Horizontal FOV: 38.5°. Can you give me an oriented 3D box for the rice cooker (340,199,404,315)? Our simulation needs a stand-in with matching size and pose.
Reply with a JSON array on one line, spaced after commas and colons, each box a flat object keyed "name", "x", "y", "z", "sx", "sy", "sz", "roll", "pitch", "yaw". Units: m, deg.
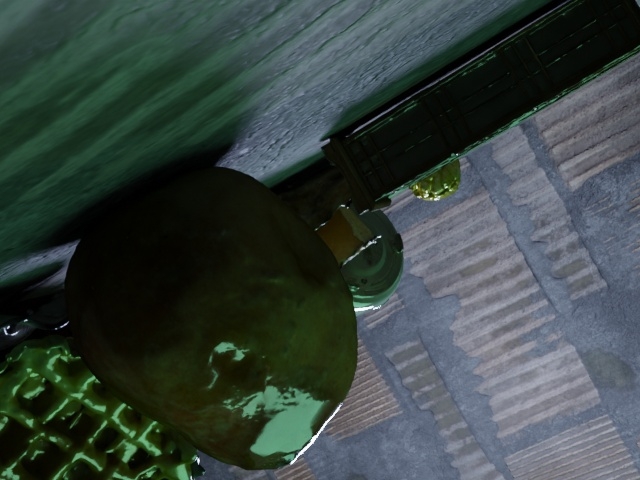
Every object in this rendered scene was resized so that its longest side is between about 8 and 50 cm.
[{"name": "rice cooker", "x": 0.011, "y": 0.042, "z": 1.592, "sx": 0.226, "sy": 0.226, "sz": 0.244, "roll": -28, "pitch": 174, "yaw": -40}]

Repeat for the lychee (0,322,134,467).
[{"name": "lychee", "x": -0.274, "y": 0.208, "z": 1.000, "sx": 0.268, "sy": 0.267, "sz": 0.267, "roll": -29, "pitch": 178, "yaw": -1}]

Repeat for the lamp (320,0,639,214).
[{"name": "lamp", "x": 0.164, "y": -0.142, "z": 0.913, "sx": 0.325, "sy": 0.090, "sz": 0.089, "roll": -31, "pitch": 177, "yaw": 16}]

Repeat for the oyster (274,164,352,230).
[{"name": "oyster", "x": -0.025, "y": -0.034, "z": 1.136, "sx": 0.294, "sy": 0.094, "sz": 0.166, "roll": -47, "pitch": 175, "yaw": 0}]

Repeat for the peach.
[{"name": "peach", "x": -0.078, "y": 0.065, "z": 0.710, "sx": 0.214, "sy": 0.235, "sz": 0.214, "roll": -36, "pitch": 172, "yaw": -6}]

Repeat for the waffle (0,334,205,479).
[{"name": "waffle", "x": -0.250, "y": 0.219, "z": 0.831, "sx": 0.297, "sy": 0.317, "sz": 0.073, "roll": -8, "pitch": -154, "yaw": -25}]

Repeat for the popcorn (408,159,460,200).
[{"name": "popcorn", "x": 0.220, "y": -0.133, "z": 1.801, "sx": 0.116, "sy": 0.106, "sz": 0.121, "roll": 10, "pitch": -156, "yaw": 30}]

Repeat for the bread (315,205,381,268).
[{"name": "bread", "x": -0.006, "y": -0.006, "z": 1.307, "sx": 0.129, "sy": 0.134, "sz": 0.260, "roll": -40, "pitch": 180, "yaw": 8}]

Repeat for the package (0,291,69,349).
[{"name": "package", "x": -0.312, "y": 0.089, "z": 0.821, "sx": 0.232, "sy": 0.040, "sz": 0.166, "roll": -21, "pitch": 180, "yaw": 33}]
